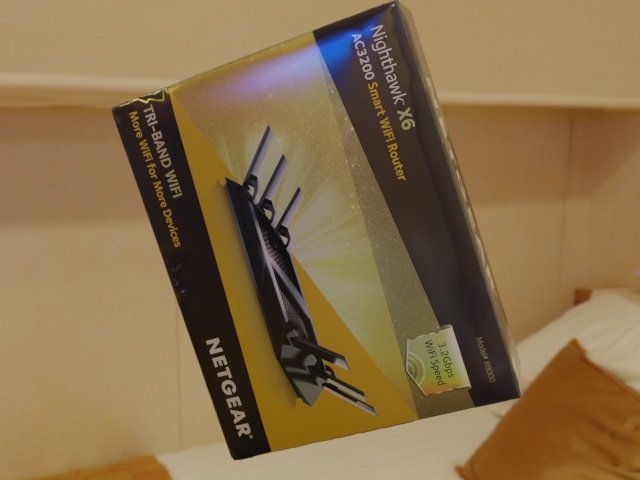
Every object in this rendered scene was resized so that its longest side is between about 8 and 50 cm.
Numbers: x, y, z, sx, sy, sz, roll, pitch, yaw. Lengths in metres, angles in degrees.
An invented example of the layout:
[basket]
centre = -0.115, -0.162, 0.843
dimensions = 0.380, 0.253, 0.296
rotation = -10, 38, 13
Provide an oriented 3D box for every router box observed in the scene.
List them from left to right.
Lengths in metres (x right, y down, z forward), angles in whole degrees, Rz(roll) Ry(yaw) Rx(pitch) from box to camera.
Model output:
[router box]
centre = 0.000, 0.000, 0.611
dimensions = 0.243, 0.308, 0.081
rotation = -17, 5, 16
